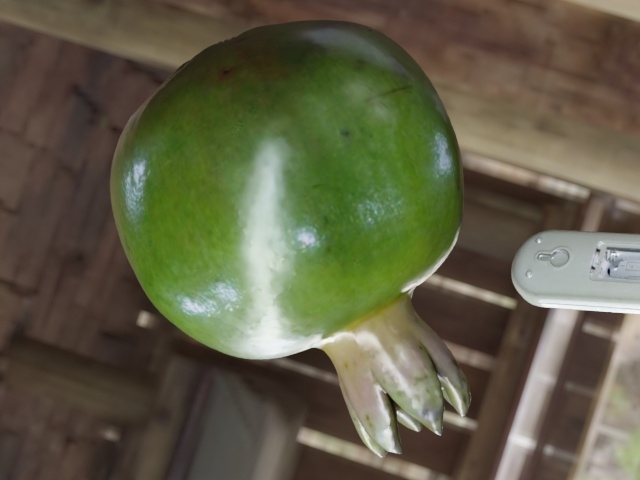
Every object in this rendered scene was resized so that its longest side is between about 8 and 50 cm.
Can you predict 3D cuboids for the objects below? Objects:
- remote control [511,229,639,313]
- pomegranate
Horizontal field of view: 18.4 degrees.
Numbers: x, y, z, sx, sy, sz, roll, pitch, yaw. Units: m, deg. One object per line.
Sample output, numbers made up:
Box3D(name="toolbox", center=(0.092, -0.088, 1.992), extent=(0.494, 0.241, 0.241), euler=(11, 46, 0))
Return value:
Box3D(name="remote control", center=(0.284, 0.029, 1.873), extent=(0.042, 0.221, 0.078), euler=(52, 50, -50))
Box3D(name="pomegranate", center=(-0.001, 0.000, 0.989), extent=(0.187, 0.225, 0.187), euler=(-30, 177, -1))
